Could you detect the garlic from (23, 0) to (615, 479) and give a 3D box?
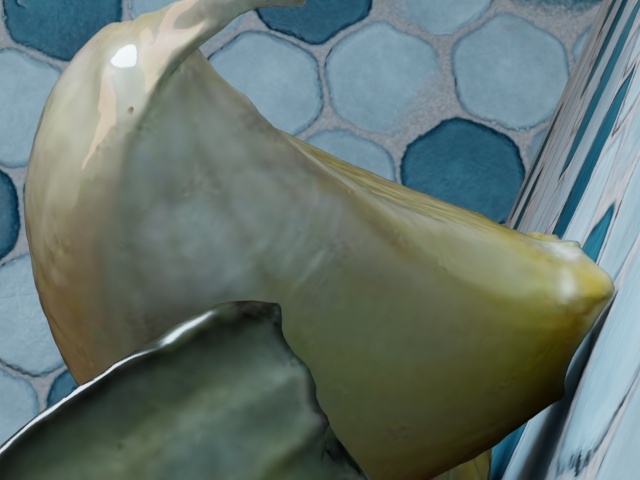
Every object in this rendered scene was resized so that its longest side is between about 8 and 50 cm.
[{"bbox_3d":[-0.014,0.003,0.659,0.245,0.164,0.145,34,-138,-51],"label":"garlic"}]

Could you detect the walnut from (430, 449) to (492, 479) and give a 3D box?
[{"bbox_3d":[-0.009,0.102,0.830,0.197,0.165,0.165,-56,-10,-53],"label":"walnut"}]

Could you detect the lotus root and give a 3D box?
[{"bbox_3d":[-0.066,0.183,0.549,0.314,0.210,0.142,-50,1,-26],"label":"lotus root"}]
